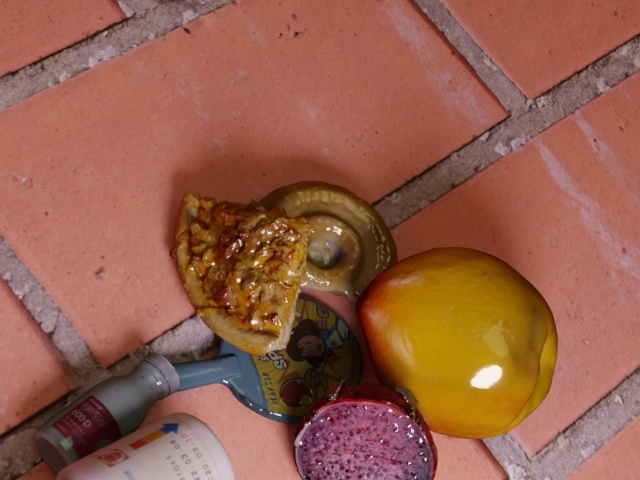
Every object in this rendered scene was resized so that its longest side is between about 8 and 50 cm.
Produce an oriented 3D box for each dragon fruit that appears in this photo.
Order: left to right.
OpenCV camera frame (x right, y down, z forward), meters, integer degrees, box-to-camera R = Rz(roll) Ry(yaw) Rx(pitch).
[{"bbox_3d":[0.078,0.294,1.992,0.218,0.224,0.148,-5,21,17],"label":"dragon fruit"}]

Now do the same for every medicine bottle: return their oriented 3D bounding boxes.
[{"bbox_3d":[-0.303,0.248,1.897,0.216,0.090,0.090,-37,82,-33],"label":"medicine bottle"},{"bbox_3d":[-0.270,0.361,1.787,0.293,0.170,0.170,-23,74,-38],"label":"medicine bottle"}]

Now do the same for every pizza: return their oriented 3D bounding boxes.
[{"bbox_3d":[-0.117,0.025,2.027,0.086,0.226,0.336,37,19,-53],"label":"pizza"}]

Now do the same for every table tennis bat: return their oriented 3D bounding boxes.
[{"bbox_3d":[-0.082,0.191,2.053,0.329,0.044,0.215,-6,66,-27],"label":"table tennis bat"}]

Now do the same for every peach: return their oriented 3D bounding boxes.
[{"bbox_3d":[0.214,0.152,2.062,0.307,0.289,0.289,22,53,22],"label":"peach"}]

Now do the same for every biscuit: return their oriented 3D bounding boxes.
[{"bbox_3d":[0.000,-0.001,2.158,0.274,0.091,0.213,8,63,-16],"label":"biscuit"}]
